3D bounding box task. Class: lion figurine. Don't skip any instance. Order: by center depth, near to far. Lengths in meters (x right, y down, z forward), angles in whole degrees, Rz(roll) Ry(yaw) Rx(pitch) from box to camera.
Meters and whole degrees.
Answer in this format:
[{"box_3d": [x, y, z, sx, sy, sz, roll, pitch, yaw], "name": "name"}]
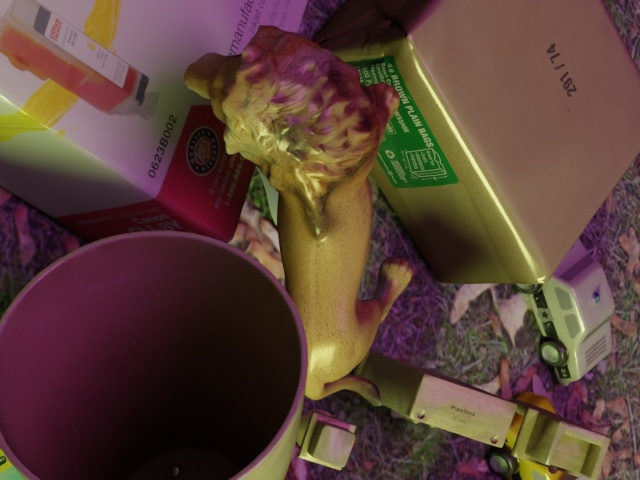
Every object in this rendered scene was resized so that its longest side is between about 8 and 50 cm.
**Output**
[{"box_3d": [0.000, 0.000, 1.554, 0.240, 0.142, 0.392, -56, 137, -68], "name": "lion figurine"}]

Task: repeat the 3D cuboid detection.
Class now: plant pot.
[{"box_3d": [-0.128, 0.172, 1.539, 0.274, 0.256, 0.256, 83, 30, -56], "name": "plant pot"}]

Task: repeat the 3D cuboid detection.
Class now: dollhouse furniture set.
[{"box_3d": [0.078, 0.306, 1.820, 0.303, 0.174, 0.355, 18, 89, -17], "name": "dollhouse furniture set"}]

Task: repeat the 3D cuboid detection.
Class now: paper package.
[{"box_3d": [0.181, -0.159, 1.951, 0.309, 0.168, 0.325, -51, 120, -36], "name": "paper package"}]

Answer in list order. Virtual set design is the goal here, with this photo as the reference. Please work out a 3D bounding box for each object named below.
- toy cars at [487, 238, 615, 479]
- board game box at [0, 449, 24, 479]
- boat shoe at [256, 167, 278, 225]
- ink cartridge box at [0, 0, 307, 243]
[{"box_3d": [0.279, 0.166, 2.061, 0.176, 0.087, 0.394, 22, 70, -41], "name": "toy cars"}, {"box_3d": [-0.338, 0.259, 1.453, 0.254, 0.079, 0.336, -24, 102, -43], "name": "board game box"}, {"box_3d": [-0.019, -0.096, 1.764, 0.228, 0.080, 0.076, 75, 24, -49], "name": "boat shoe"}, {"box_3d": [-0.220, -0.193, 1.565, 0.384, 0.160, 0.279, 34, 63, -37], "name": "ink cartridge box"}]
